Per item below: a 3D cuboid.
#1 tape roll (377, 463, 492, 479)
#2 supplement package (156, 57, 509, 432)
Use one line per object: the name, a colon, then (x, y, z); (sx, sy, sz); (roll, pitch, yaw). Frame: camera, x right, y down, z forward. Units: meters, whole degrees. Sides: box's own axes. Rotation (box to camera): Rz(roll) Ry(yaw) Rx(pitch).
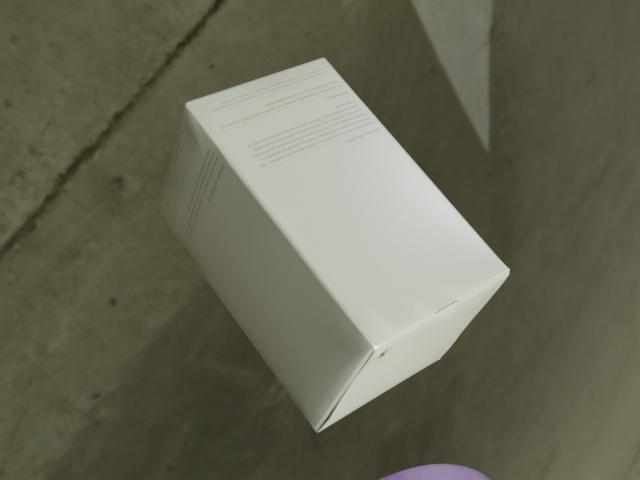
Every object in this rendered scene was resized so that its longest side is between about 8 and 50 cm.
tape roll: (0.087, 0.345, 0.879); (0.275, 0.090, 0.274); (-12, 120, -22)
supplement package: (0.000, 0.000, 0.924); (0.178, 0.293, 0.175); (-24, 156, -33)
